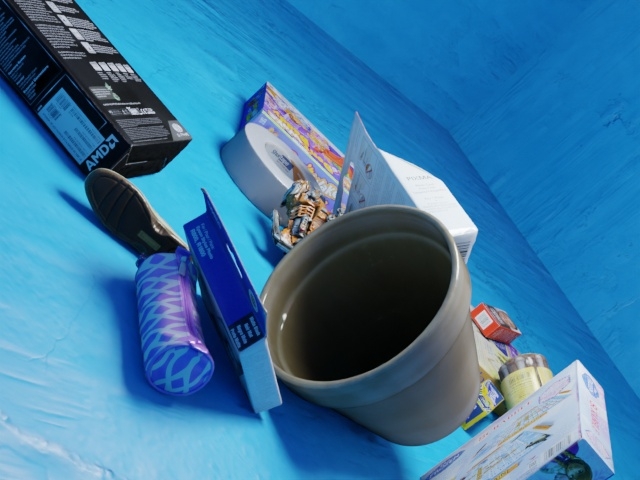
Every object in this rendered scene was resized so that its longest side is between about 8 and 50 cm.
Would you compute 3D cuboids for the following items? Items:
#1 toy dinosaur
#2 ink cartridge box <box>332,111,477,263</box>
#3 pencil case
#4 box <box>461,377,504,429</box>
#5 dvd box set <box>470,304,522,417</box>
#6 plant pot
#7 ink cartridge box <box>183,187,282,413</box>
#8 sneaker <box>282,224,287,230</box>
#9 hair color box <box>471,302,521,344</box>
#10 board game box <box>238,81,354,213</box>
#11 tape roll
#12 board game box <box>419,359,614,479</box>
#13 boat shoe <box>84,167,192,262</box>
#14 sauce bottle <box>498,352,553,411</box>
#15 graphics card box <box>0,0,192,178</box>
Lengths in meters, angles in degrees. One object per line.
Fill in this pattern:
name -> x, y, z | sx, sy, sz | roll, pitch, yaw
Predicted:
toy dinosaur -> 0.004, 0.045, 1.834 | 0.218, 0.164, 0.322 | 19, 67, -31
ink cartridge box -> 0.139, -0.015, 1.976 | 0.091, 0.308, 0.385 | -5, 42, -21
pencil case -> -0.179, 0.097, 1.295 | 0.086, 0.088, 0.206 | 34, 22, -34
box -> 0.306, 0.318, 2.049 | 0.054, 0.059, 0.169 | 54, 18, 11
dvd box set -> 0.341, 0.240, 2.306 | 0.420, 0.062, 0.307 | 43, 18, -16
plant pot -> 0.103, 0.155, 1.568 | 0.280, 0.323, 0.323 | 55, 8, -41
ink cartridge box -> -0.118, 0.081, 1.360 | 0.224, 0.045, 0.223 | 85, -19, -52
sneaker -> 0.000, 0.000, 1.992 | 0.191, 0.071, 0.083 | 17, 41, -59
hair color box -> 0.396, 0.188, 2.371 | 0.072, 0.043, 0.141 | 56, 17, 27
board game box -> -0.024, -0.172, 2.292 | 0.347, 0.078, 0.233 | 43, 18, -17
tape roll -> -0.091, -0.125, 2.035 | 0.219, 0.072, 0.219 | 42, 18, -17
board game box -> 0.257, 0.328, 1.462 | 0.066, 0.319, 0.318 | 49, 17, -1
boat shoe -> -0.255, -0.029, 1.450 | 0.190, 0.068, 0.072 | 51, 2, -24
sauce bottle -> 0.439, 0.393, 2.061 | 0.111, 0.111, 0.344 | 32, 38, -43
graphics card box -> -0.377, -0.256, 1.585 | 0.371, 0.094, 0.233 | 48, 16, 4
